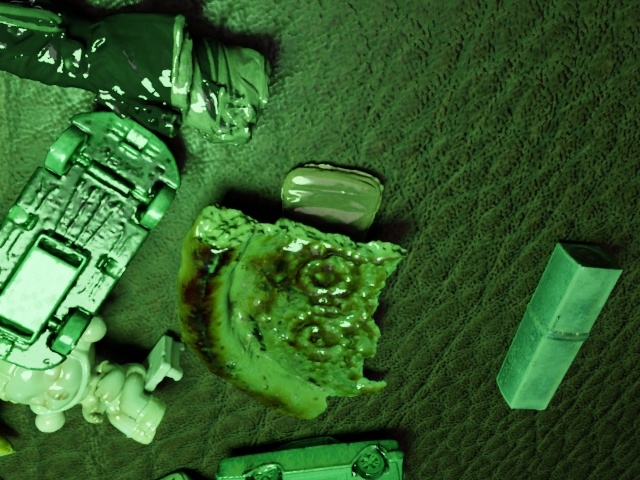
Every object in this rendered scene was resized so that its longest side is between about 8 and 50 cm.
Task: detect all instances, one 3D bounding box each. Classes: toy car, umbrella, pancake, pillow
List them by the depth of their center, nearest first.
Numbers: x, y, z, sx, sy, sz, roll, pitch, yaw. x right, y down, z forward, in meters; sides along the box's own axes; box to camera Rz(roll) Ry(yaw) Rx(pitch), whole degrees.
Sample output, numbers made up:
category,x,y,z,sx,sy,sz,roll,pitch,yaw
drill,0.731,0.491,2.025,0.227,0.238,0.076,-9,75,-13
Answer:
category,x,y,z,sx,sy,sz,roll,pitch,yaw
umbrella,-0.226,-0.181,0.498,0.357,0.106,0.113,13,99,-11
toy car,-0.288,-0.003,0.588,0.136,0.125,0.306,33,89,-18
pillow,0.003,0.000,0.679,0.135,0.034,0.211,10,117,-7
pancake,-0.043,0.135,0.710,0.304,0.067,0.427,1,128,-1
toy car,-0.014,0.413,0.881,0.320,0.097,0.142,-6,120,-2

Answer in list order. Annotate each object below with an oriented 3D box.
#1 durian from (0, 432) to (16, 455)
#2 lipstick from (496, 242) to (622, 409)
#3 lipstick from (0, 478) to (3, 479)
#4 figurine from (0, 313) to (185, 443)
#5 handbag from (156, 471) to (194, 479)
category,x,y,z,sx,sy,sz,roll,pitch,yaw
durian,-0.537,0.252,0.739,0.140,0.078,0.224,-32,130,-2
lipstick,0.358,0.143,0.781,0.076,0.077,0.290,5,121,-11
lipstick,-0.594,0.377,0.815,0.051,0.051,0.312,-19,120,6
figurine,-0.330,0.170,0.687,0.256,0.145,0.182,29,133,-24
handbag,-0.245,0.564,0.969,0.241,0.109,0.315,-27,133,10
